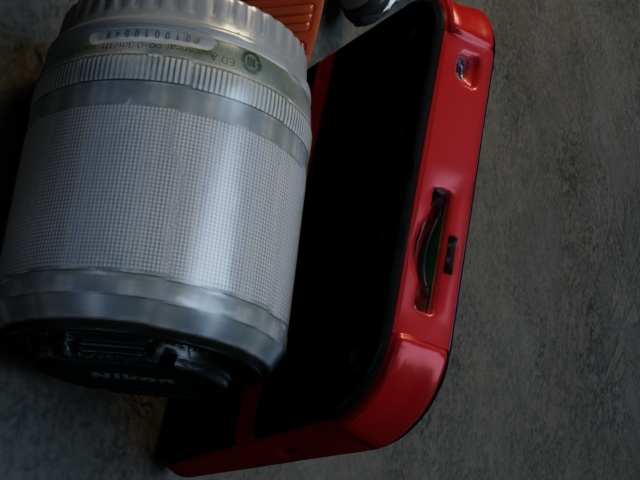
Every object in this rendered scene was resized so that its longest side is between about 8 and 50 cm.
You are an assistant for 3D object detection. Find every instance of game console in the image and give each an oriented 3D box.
[{"bbox_3d":[0.000,0.000,1.009,0.060,0.342,0.386,26,61,-26],"label":"game console"}]

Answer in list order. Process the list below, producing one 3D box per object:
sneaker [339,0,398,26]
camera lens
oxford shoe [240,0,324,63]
[{"bbox_3d":[0.036,-0.373,1.354,0.108,0.100,0.271,8,75,-43],"label":"sneaker"},{"bbox_3d":[-0.123,-0.027,0.915,0.219,0.219,0.274,31,60,-52],"label":"camera lens"},{"bbox_3d":[-0.057,-0.327,1.158,0.132,0.130,0.363,-87,175,-71],"label":"oxford shoe"}]
